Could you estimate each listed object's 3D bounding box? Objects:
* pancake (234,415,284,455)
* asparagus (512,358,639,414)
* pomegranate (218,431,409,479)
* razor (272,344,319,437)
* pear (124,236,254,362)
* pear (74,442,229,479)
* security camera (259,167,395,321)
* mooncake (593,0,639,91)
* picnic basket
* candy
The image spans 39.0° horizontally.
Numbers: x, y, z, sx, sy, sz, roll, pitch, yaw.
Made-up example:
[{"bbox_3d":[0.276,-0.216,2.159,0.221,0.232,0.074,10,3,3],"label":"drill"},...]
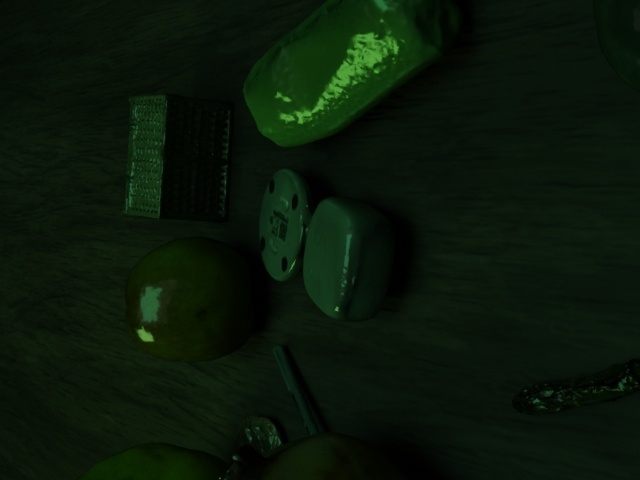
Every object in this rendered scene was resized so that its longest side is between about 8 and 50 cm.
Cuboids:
[{"bbox_3d":[-0.089,0.327,1.350,0.139,0.022,0.139,1,92,52],"label":"pancake"},{"bbox_3d":[0.254,0.152,0.910,0.165,0.030,0.036,-26,79,49],"label":"asparagus"},{"bbox_3d":[0.001,0.377,1.047,0.307,0.307,0.307,0,90,52],"label":"pomegranate"},{"bbox_3d":[-0.023,0.231,1.258,0.084,0.036,0.211,-56,50,33],"label":"razor"},{"bbox_3d":[-0.197,0.088,1.361,0.200,0.200,0.200,0,90,52],"label":"pear"},{"bbox_3d":[-0.226,0.492,1.269,0.391,0.391,0.391,0,90,52],"label":"pear"},{"bbox_3d":[0.000,0.000,1.202,0.301,0.080,0.157,33,118,58],"label":"security camera"},{"bbox_3d":[0.324,-0.201,0.766,0.168,0.104,0.175,32,113,51],"label":"mooncake"},{"bbox_3d":[-0.238,-0.131,1.454,0.154,0.134,0.196,9,97,48],"label":"picnic basket"},{"bbox_3d":[0.032,-0.229,1.128,0.142,0.132,0.343,47,143,-14],"label":"candy"}]
